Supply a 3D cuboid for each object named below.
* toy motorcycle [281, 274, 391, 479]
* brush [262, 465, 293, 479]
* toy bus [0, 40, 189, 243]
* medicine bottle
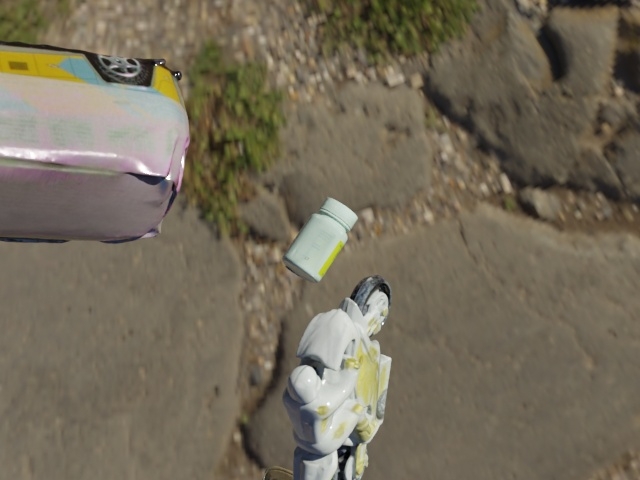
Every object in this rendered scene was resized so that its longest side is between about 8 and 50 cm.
[{"bbox_3d":[0.014,0.146,1.721,0.074,0.151,0.229,18,105,29],"label":"toy motorcycle"},{"bbox_3d":[0.038,0.332,2.117,0.065,0.327,0.070,1,100,-47],"label":"brush"},{"bbox_3d":[-0.309,-0.088,1.768,0.386,0.162,0.171,3,144,-29],"label":"toy bus"},{"bbox_3d":[0.000,0.000,1.876,0.047,0.047,0.083,39,79,-21],"label":"medicine bottle"}]
